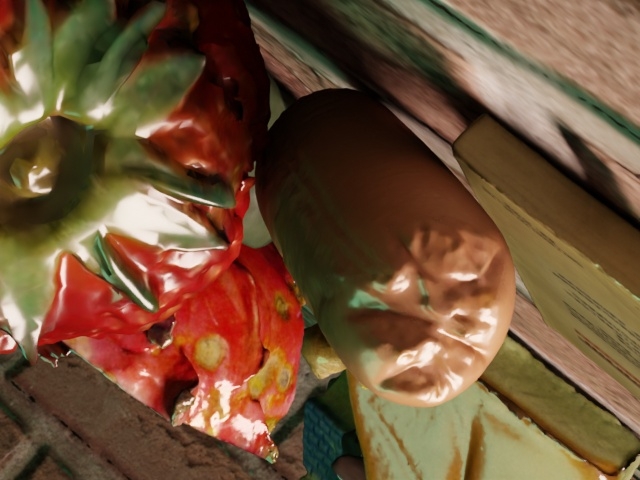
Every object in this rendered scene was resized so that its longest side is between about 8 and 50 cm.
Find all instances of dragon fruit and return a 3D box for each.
[{"bbox_3d":[-0.115,0.016,1.212,0.274,0.126,0.161,43,-163,26],"label":"dragon fruit"}]

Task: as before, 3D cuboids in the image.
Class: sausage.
[{"bbox_3d":[0.022,-0.007,0.835,0.086,0.086,0.289,43,-175,-16],"label":"sausage"}]

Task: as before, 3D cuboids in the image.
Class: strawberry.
[{"bbox_3d":[-0.154,-0.092,0.910,0.239,0.250,0.288,7,-158,-21],"label":"strawberry"}]

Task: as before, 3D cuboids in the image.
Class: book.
[{"bbox_3d":[0.145,0.040,0.842,0.161,0.026,0.231,40,175,25],"label":"book"}]

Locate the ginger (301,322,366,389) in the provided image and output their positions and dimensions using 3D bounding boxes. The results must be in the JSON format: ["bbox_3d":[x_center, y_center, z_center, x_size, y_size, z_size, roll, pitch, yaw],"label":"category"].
[{"bbox_3d":[0.000,0.000,1.265,0.176,0.053,0.193,10,119,45],"label":"ginger"}]

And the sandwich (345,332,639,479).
[{"bbox_3d":[0.081,0.151,1.327,0.245,0.212,0.063,40,-141,21],"label":"sandwich"}]

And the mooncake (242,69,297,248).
[{"bbox_3d":[-0.079,-0.074,1.143,0.175,0.104,0.168,38,175,3],"label":"mooncake"}]

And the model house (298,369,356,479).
[{"bbox_3d":[0.086,0.204,1.790,0.214,0.189,0.195,35,169,46],"label":"model house"}]

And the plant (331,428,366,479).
[{"bbox_3d":[0.140,0.241,1.540,0.321,0.182,0.194,35,-140,-33],"label":"plant"}]
